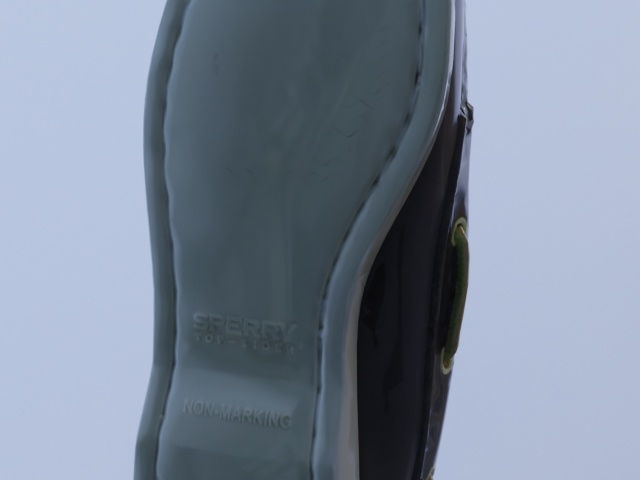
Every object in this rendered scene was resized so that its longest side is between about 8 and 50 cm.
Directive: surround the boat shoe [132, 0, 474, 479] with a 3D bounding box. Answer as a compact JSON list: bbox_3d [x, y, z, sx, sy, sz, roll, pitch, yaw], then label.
[{"bbox_3d":[0.000,0.000,0.376,0.068,0.081,0.228,-3,-76,-63],"label":"boat shoe"}]
